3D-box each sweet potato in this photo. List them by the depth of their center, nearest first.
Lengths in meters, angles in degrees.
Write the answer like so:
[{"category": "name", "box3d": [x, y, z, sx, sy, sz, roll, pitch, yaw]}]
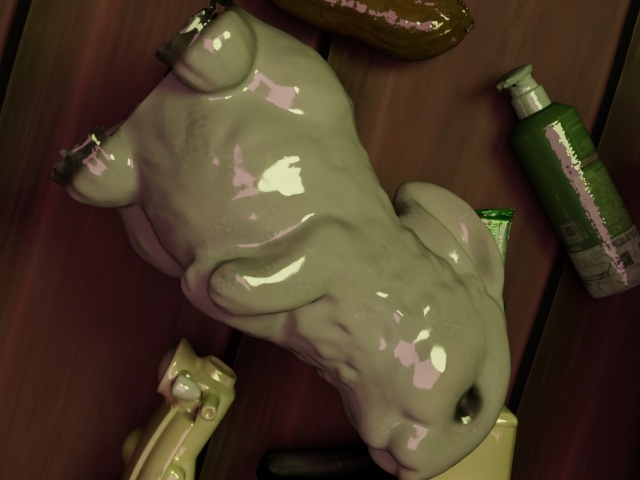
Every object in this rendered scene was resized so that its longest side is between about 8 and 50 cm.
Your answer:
[{"category": "sweet potato", "box3d": [0.013, -0.209, 0.726, 0.233, 0.062, 0.081, 26, 76, -1]}]

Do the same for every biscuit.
[{"category": "biscuit", "box3d": [0.142, 0.014, 0.765, 0.046, 0.016, 0.089, 6, 93, -5]}]

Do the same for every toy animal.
[{"category": "toy animal", "box3d": [0.000, 0.000, 0.646, 0.357, 0.258, 0.194, 43, 121, -11]}]

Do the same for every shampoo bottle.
[{"category": "shampoo bottle", "box3d": [0.208, -0.052, 0.742, 0.065, 0.065, 0.204, -28, 94, -2]}]

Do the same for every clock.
[{"category": "clock", "box3d": [-0.039, 0.226, 0.723, 0.379, 0.120, 0.276, 8, 95, -8]}]
